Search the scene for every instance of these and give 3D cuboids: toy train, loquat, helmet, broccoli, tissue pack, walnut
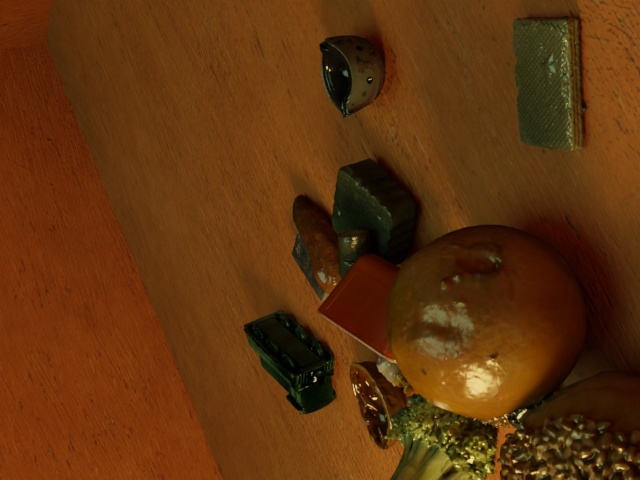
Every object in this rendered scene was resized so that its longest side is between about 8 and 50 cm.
[{"bbox_3d":[-0.081,0.323,2.494,0.330,0.139,0.178,35,140,52],"label":"toy train"},{"bbox_3d":[0.263,0.130,1.499,0.328,0.329,0.328,41,141,46],"label":"loquat"},{"bbox_3d":[0.068,-0.329,1.823,0.177,0.107,0.153,-173,63,-82],"label":"helmet"},{"bbox_3d":[0.232,0.434,1.840,0.263,0.243,0.246,5,124,45],"label":"broccoli"},{"bbox_3d":[-0.009,0.056,2.272,0.156,0.051,0.112,57,152,25],"label":"tissue pack"},{"bbox_3d":[0.145,0.363,2.131,0.167,0.087,0.211,143,109,-69],"label":"walnut"}]

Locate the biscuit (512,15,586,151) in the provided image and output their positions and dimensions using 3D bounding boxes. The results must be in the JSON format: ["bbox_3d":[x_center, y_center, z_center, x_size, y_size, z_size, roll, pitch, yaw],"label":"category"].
[{"bbox_3d":[0.345,-0.237,1.418,0.121,0.041,0.199,21,124,55],"label":"biscuit"}]

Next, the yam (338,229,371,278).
[{"bbox_3d":[0.069,0.036,1.901,0.070,0.070,0.146,41,142,46],"label":"yam"}]

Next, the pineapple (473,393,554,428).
[{"bbox_3d":[0.372,0.295,1.648,0.251,0.125,0.125,9,115,48],"label":"pineapple"}]

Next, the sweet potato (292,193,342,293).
[{"bbox_3d":[0.000,-0.002,2.184,0.097,0.098,0.291,113,142,-53],"label":"sweet potato"}]

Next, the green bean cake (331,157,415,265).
[{"bbox_3d":[0.112,-0.051,1.921,0.185,0.094,0.183,50,148,34],"label":"green bean cake"}]

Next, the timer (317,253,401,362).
[{"bbox_3d":[0.174,0.166,1.835,0.250,0.161,0.257,37,175,-39],"label":"timer"}]

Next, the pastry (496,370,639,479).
[{"bbox_3d":[0.437,0.391,1.383,0.410,0.245,0.409,32,134,39],"label":"pastry"}]

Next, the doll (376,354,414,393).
[{"bbox_3d":[0.164,0.283,2.063,0.127,0.073,0.084,48,149,33],"label":"doll"}]
